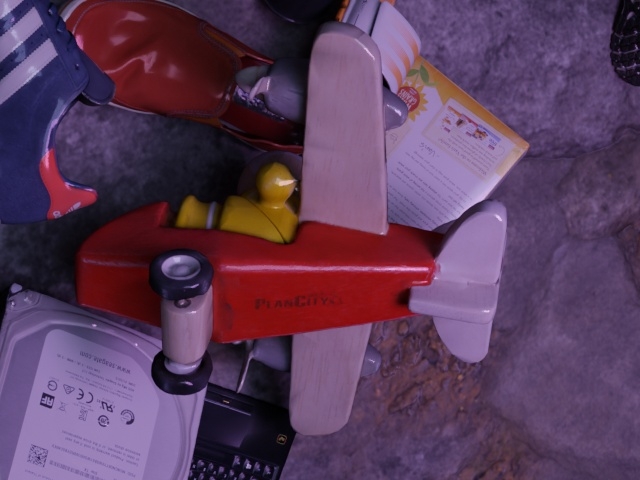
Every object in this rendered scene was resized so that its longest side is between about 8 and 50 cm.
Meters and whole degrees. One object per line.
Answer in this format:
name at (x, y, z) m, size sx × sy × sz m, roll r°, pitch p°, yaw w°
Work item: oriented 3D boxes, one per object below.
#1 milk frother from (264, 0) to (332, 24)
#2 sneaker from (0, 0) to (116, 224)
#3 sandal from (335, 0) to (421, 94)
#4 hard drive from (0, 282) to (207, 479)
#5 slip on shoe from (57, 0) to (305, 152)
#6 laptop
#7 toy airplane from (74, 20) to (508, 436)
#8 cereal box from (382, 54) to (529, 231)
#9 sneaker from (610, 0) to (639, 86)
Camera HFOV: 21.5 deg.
milk frother at (-0.035, -0.308, 1.746) m, size 0.143 × 0.135 × 0.129 m, roll -11°, pitch 71°, yaw -30°
sneaker at (-0.272, -0.190, 1.611) m, size 0.148 × 0.131 × 0.350 m, roll -2°, pitch 96°, yaw -8°
sandal at (0.069, -0.232, 1.792) m, size 0.102 × 0.076 × 0.265 m, roll 52°, pitch 46°, yaw -53°
hard drive at (-0.248, 0.236, 1.656) m, size 0.237 × 0.064 × 0.339 m, roll 24°, pitch 60°, yaw -24°
slip on shoe at (-0.124, -0.170, 1.736) m, size 0.331 × 0.101 × 0.123 m, roll 21°, pitch 88°, yaw -27°
laptop at (-0.131, 0.286, 1.768) m, size 0.234 × 0.136 × 0.264 m, roll 22°, pitch 86°, yaw -29°
toy airplane at (0.000, 0.000, 1.670) m, size 0.386 × 0.272 × 0.384 m, roll -41°, pitch 126°, yaw 18°
cereal box at (0.085, -0.064, 1.824) m, size 0.173 × 0.047 × 0.240 m, roll 41°, pitch 84°, yaw 7°
sneaker at (0.401, -0.265, 2.030) m, size 0.073 × 0.063 × 0.162 m, roll 7°, pitch 93°, yaw -32°
